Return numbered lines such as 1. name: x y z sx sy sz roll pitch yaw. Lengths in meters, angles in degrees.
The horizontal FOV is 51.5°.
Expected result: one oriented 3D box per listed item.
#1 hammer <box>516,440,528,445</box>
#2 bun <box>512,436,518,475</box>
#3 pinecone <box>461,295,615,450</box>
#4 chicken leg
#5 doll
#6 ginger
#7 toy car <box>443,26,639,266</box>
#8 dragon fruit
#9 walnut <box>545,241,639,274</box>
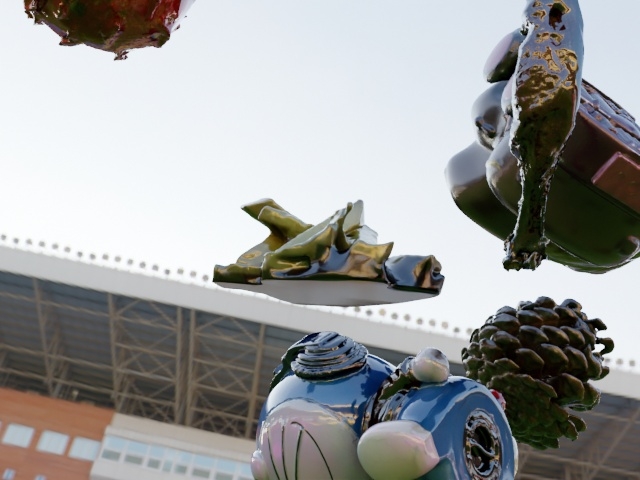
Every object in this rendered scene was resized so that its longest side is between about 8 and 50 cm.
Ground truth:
1. hammer: 0.321 0.339 1.350 0.033 0.111 0.288 28 -20 -28
2. bun: 0.289 0.465 1.367 0.116 0.237 0.210 52 -23 -16
3. pinecone: 0.343 0.207 1.072 0.224 0.272 0.224 25 -42 25
4. chicken leg: 0.178 -0.100 0.538 0.051 0.253 0.106 8 -8 13
5. doll: 0.057 0.244 0.777 0.310 0.240 0.284 -17 -84 42
6. ginger: 0.000 0.000 1.207 0.414 0.211 0.359 -7 -14 39
7. toy car: 0.285 -0.086 0.826 0.271 0.340 0.240 30 -63 -11
8. dragon fruit: -0.260 -0.344 0.867 0.268 0.205 0.210 -16 -54 -22
9. walnut: 0.545 -0.099 1.384 0.398 0.307 0.354 16 -22 -1
